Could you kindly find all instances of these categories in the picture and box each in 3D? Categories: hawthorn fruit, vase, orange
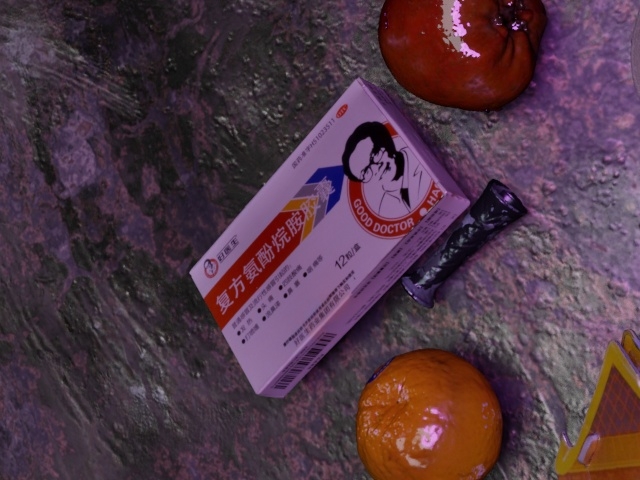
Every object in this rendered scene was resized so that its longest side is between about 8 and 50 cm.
[{"bbox_3d":[0.146,-0.233,1.320,0.202,0.185,0.185,-2,88,44],"label":"hawthorn fruit"},{"bbox_3d":[0.165,0.006,1.369,0.167,0.059,0.059,-48,68,21],"label":"vase"},{"bbox_3d":[0.124,0.212,1.333,0.178,0.155,0.177,-30,32,21],"label":"orange"}]

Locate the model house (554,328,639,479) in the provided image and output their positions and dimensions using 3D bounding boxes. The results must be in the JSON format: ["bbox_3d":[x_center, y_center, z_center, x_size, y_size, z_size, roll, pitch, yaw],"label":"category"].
[{"bbox_3d":[0.374,0.227,1.101,0.358,0.243,0.312,-22,73,54],"label":"model house"}]

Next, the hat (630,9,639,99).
[{"bbox_3d":[0.429,-0.205,1.181,0.257,0.130,0.257,0,89,29],"label":"hat"}]

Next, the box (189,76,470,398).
[{"bbox_3d":[0.000,0.000,1.433,0.353,0.069,0.214,-46,54,20],"label":"box"}]
